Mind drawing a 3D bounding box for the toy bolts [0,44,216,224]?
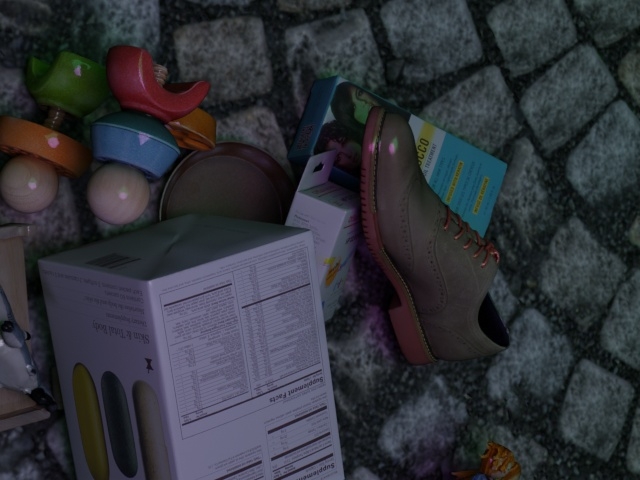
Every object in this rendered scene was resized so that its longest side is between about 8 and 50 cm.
[{"bbox_3d":[-0.194,-0.082,1.450,0.218,0.228,0.159,23,78,-30],"label":"toy bolts"}]

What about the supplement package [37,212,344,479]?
[{"bbox_3d":[-0.126,0.128,1.451,0.198,0.199,0.263,-18,107,-38],"label":"supplement package"}]

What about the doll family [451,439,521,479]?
[{"bbox_3d":[0.175,0.308,1.658,0.118,0.263,0.163,32,88,22],"label":"doll family"}]

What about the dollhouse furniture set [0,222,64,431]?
[{"bbox_3d":[-0.403,0.035,1.425,0.355,0.173,0.303,-10,100,-49],"label":"dollhouse furniture set"}]

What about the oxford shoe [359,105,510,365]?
[{"bbox_3d":[0.127,-0.006,1.589,0.348,0.130,0.123,69,27,-42],"label":"oxford shoe"}]

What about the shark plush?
[{"bbox_3d":[-0.283,0.103,1.399,0.161,0.073,0.067,51,26,-33],"label":"shark plush"}]

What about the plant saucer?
[{"bbox_3d":[-0.100,-0.024,1.602,0.168,0.029,0.169,1,88,-27],"label":"plant saucer"}]

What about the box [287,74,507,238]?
[{"bbox_3d":[0.090,-0.091,1.682,0.244,0.060,0.101,25,78,-25],"label":"box"}]

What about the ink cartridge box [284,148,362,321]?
[{"bbox_3d":[0.000,0.000,1.572,0.061,0.104,0.181,23,105,14],"label":"ink cartridge box"}]
